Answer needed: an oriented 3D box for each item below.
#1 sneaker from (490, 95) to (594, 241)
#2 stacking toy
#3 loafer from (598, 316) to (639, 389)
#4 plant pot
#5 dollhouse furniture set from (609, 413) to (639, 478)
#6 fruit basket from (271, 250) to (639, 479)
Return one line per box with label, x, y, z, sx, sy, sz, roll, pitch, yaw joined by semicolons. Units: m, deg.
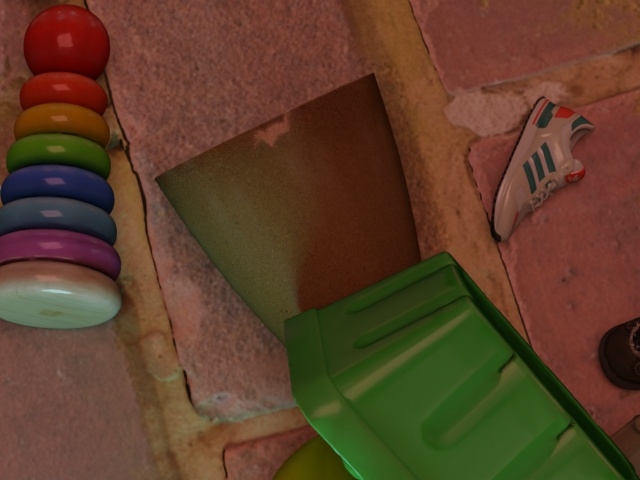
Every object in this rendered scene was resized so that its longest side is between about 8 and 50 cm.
sneaker;0.229;-0.066;1.774;0.075;0.057;0.161;21;75;11
stacking toy;-0.260;-0.084;1.752;0.141;0.141;0.330;2;71;1
loafer;0.406;0.099;1.718;0.251;0.087;0.094;-12;77;-3
plant pot;0.000;0.000;1.688;0.237;0.237;0.254;-26;92;-6
dollhouse furniture set;0.390;0.226;1.681;0.301;0.151;0.197;-42;83;24
fruit basket;0.072;0.239;1.566;0.392;0.283;0.392;-1;106;-3
